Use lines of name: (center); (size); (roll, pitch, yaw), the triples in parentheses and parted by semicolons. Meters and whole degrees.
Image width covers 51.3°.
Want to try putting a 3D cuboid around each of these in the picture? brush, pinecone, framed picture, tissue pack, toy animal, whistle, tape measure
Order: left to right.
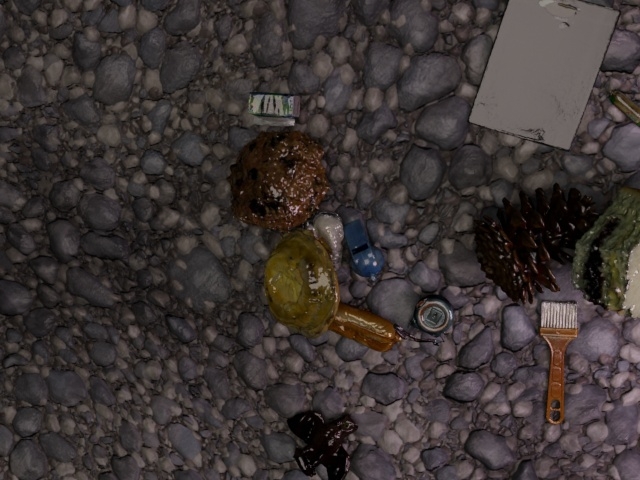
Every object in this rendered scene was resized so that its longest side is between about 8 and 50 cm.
tissue pack: (-0.112, -0.317, 1.612); (0.111, 0.085, 0.079); (6, 100, 9)
toy animal: (0.013, 0.524, 1.724); (0.180, 0.116, 0.218); (-34, 61, -13)
whistle: (0.108, 0.034, 1.635); (0.090, 0.090, 0.157); (-27, 53, 13)
tape measure: (0.254, 0.189, 1.580); (0.104, 0.180, 0.107); (28, 104, 22)
pinecone: (0.488, -0.003, 1.473); (0.292, 0.246, 0.246); (-33, 91, 3)
framed picture: (0.504, -0.390, 1.515); (0.244, 0.013, 0.323); (18, 104, 7)
brush: (0.573, 0.299, 1.612); (0.090, 0.017, 0.314); (1, 99, 13)

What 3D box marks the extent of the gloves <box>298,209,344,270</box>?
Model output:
gloves: (0.002, -0.001, 1.643); (0.115, 0.070, 0.153); (3, 105, 13)

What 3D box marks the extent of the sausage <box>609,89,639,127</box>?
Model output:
sausage: (0.747, -0.245, 1.488); (0.269, 0.033, 0.033); (42, 103, 2)

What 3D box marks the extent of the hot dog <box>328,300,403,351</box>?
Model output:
hot dog: (0.090, 0.203, 1.657); (0.249, 0.076, 0.102); (21, 140, 12)

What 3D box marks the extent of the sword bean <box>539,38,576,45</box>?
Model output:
sword bean: (0.538, -0.448, 1.508); (0.084, 0.012, 0.012); (-3, 98, 10)

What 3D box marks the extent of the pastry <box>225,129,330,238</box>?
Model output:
pastry: (-0.091, -0.137, 1.590); (0.275, 0.193, 0.274); (-21, 56, 34)

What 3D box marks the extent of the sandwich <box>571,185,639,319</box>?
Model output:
sandwich: (0.667, 0.027, 1.405); (0.131, 0.326, 0.262); (33, 109, 44)

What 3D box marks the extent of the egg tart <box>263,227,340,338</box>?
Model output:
egg tart: (-0.058, 0.106, 1.594); (0.279, 0.095, 0.278); (18, 113, 49)
